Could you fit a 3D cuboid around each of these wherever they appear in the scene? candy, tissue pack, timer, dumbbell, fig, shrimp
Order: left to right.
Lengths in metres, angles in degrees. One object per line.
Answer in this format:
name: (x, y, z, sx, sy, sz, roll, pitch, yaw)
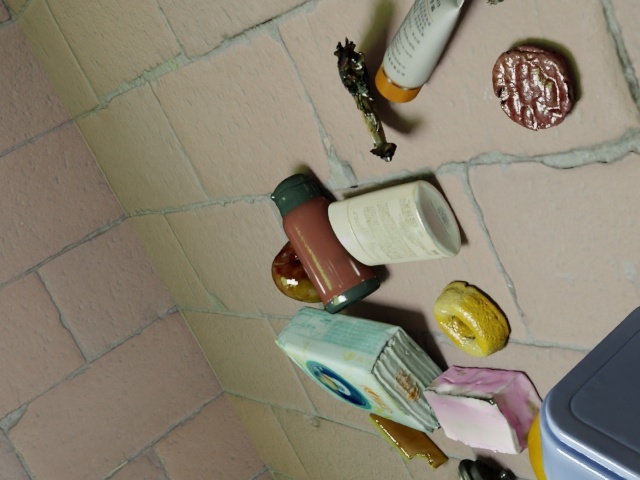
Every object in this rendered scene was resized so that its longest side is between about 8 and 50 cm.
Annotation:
fig: (-0.015, 0.106, 2.169, 0.146, 0.170, 0.274, 27, 160, 38)
tissue pack: (0.110, 0.313, 2.091, 0.287, 0.162, 0.388, 46, 158, -29)
shrimp: (0.084, -0.252, 1.562, 0.290, 0.054, 0.222, 52, -163, -74)
dumbbell: (0.348, 0.655, 2.059, 0.192, 0.290, 0.192, 44, -166, -14)
candy: (0.360, 0.373, 1.869, 0.265, 0.116, 0.155, -10, 112, 60)
timer: (0.540, 0.282, 1.208, 0.395, 0.395, 0.173, 28, 141, 42)

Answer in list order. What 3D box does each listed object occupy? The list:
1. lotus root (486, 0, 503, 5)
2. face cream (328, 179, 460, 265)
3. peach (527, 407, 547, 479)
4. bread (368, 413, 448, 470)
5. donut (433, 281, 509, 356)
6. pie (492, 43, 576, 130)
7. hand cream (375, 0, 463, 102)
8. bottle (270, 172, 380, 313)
lotus root: (0.250, -0.422, 1.226, 0.088, 0.088, 0.165, 26, 140, 44)
face cream: (0.149, -0.028, 1.809, 0.173, 0.081, 0.349, 60, 153, -10)
peach: (0.505, 0.364, 1.463, 0.289, 0.308, 0.288, 2, 126, 3)
bread: (0.234, 0.535, 2.280, 0.226, 0.088, 0.049, 46, 149, 21)
donut: (0.310, 0.173, 1.787, 0.178, 0.065, 0.162, 35, 146, 34)
pie: (0.336, -0.241, 1.330, 0.154, 0.038, 0.153, 35, 146, 29)
hand cream: (0.174, -0.357, 1.405, 0.314, 0.089, 0.139, 118, 157, -64)
bottle: (0.000, 0.000, 2.000, 0.336, 0.144, 0.144, 59, 153, 8)
